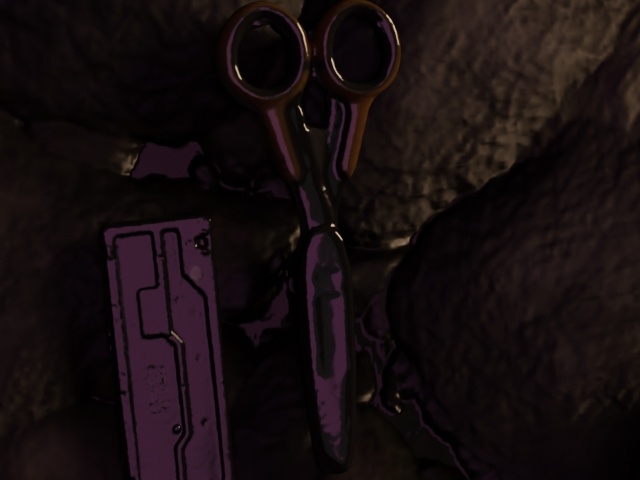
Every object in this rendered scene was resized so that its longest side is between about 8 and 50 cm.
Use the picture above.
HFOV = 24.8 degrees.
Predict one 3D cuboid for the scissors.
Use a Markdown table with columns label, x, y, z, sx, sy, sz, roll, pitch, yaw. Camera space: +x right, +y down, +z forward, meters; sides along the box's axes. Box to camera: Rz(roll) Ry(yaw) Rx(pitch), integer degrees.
| label | x | y | z | sx | sy | sz | roll | pitch | yaw |
| --- | --- | --- | --- | --- | --- | --- | --- | --- | --- |
| scissors | 0.000 | 0.000 | 0.672 | 0.088 | 0.017 | 0.220 | -6 | 95 | -20 |

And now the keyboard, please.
| label | x | y | z | sx | sy | sz | roll | pitch | yaw |
| --- | --- | --- | --- | --- | --- | --- | --- | --- | --- |
| keyboard | -0.068 | 0.067 | 0.659 | 0.053 | 0.010 | 0.155 | -6 | 95 | -15 |
